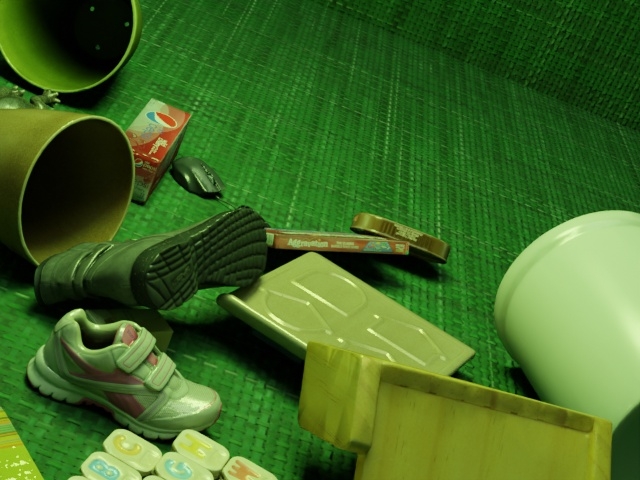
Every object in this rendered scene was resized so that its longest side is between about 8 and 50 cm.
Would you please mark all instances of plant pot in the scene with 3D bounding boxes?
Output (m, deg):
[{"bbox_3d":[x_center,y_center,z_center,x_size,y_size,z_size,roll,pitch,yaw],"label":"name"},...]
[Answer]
[{"bbox_3d":[-0.447,-0.103,1.895,0.254,0.237,0.237,21,21,29],"label":"plant pot"},{"bbox_3d":[-0.459,-0.429,2.508,0.274,0.275,0.293,24,9,3],"label":"plant pot"}]

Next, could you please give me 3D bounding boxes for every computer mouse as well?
[{"bbox_3d":[-0.175,-0.085,2.280,0.242,0.041,0.071,36,27,24],"label":"computer mouse"}]

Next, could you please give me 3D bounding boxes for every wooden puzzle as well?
[{"bbox_3d":[0.039,0.151,1.954,0.322,0.081,0.348,32,21,18],"label":"wooden puzzle"}]

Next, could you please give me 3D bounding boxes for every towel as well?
[{"bbox_3d":[-0.369,0.264,1.436,0.102,0.021,0.237,-5,37,-37],"label":"towel"}]

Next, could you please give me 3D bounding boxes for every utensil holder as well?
[{"bbox_3d":[0.486,0.187,1.963,0.327,0.328,0.385,12,28,-23],"label":"utensil holder"}]

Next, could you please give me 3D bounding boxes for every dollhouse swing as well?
[{"bbox_3d":[0.146,0.323,1.618,0.346,0.305,0.315,15,-4,-17],"label":"dollhouse swing"}]

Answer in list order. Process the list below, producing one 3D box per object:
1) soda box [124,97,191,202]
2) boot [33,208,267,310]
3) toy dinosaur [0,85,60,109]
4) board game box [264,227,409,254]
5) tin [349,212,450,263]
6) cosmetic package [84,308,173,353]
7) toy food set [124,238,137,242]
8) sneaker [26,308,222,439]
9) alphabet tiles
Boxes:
[{"bbox_3d":[-0.303,-0.162,2.261,0.083,0.092,0.263,23,24,-4],"label":"soda box"},{"bbox_3d":[-0.240,0.021,1.851,0.222,0.118,0.338,0,6,30],"label":"boot"},{"bbox_3d":[-0.529,-0.211,2.137,0.313,0.121,0.160,28,11,0],"label":"toy dinosaur"},{"bbox_3d":[0.000,0.000,2.202,0.281,0.027,0.145,3,5,-37],"label":"board game box"},{"bbox_3d":[0.147,-0.005,2.343,0.189,0.040,0.106,21,-11,-7],"label":"tin"},{"bbox_3d":[-0.269,0.126,1.769,0.115,0.041,0.060,0,32,-40],"label":"cosmetic package"},{"bbox_3d":[-0.271,0.019,2.010,0.083,0.020,0.082,7,29,-32],"label":"toy food set"},{"bbox_3d":[-0.240,0.167,1.627,0.252,0.111,0.103,20,25,-8],"label":"sneaker"},{"bbox_3d":[-0.152,0.321,1.487,0.278,0.021,0.284,28,27,7],"label":"alphabet tiles"}]
